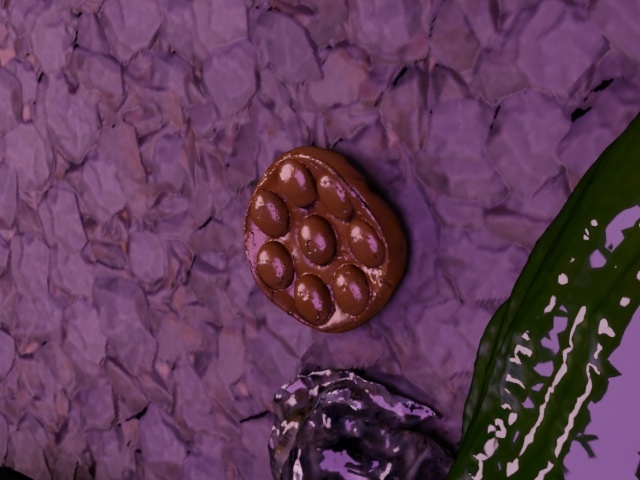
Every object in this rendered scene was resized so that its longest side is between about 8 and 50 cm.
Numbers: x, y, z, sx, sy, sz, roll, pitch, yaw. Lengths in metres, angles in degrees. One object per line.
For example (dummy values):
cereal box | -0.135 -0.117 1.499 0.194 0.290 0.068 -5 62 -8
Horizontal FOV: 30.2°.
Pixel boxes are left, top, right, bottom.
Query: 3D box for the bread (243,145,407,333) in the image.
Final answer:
bread | 0.000 0.000 0.678 0.110 0.024 0.110 9 105 36

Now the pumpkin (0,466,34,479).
pumpkin | -0.244 0.298 0.806 0.300 0.207 0.300 0 90 36

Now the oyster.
oyster | 0.041 0.201 0.668 0.199 0.087 0.252 0 87 36

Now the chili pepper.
chili pepper | 0.140 0.088 0.489 0.167 0.213 0.385 44 117 47
